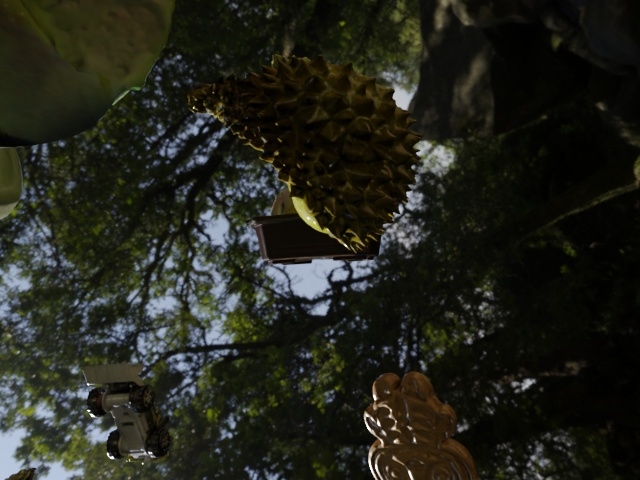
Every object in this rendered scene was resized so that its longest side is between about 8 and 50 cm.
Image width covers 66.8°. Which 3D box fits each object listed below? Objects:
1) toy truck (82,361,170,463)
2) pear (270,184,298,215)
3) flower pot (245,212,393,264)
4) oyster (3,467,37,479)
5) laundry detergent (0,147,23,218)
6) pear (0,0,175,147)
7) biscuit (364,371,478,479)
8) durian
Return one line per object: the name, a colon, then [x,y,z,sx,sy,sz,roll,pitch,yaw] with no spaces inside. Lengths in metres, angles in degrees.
toy truck: [-0.415,0.371,1.067,0.111,0.137,0.285,-76,-23,-69]
pear: [-0.029,-0.053,1.077,0.178,0.178,0.178,41,-164,-14]
flower pot: [0.000,0.000,0.878,0.179,0.251,0.084,13,-105,-72]
oyster: [-0.547,0.491,0.841,0.081,0.190,0.163,5,176,-38]
laundry detergent: [-0.607,-0.108,0.819,0.091,0.254,0.181,-20,-84,-54]
pear: [-0.356,-0.300,0.480,0.399,0.398,0.165,28,-166,-47]
biscuit: [0.175,0.378,0.882,0.044,0.202,0.288,-30,-70,-57]
durian: [0.006,-0.102,0.551,0.306,0.172,0.167,29,180,-37]
